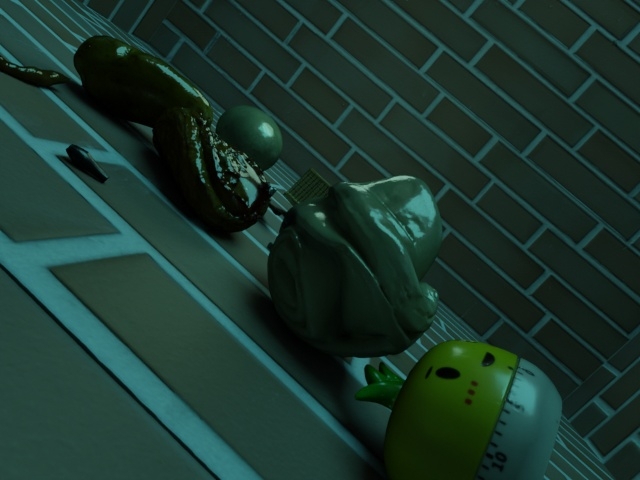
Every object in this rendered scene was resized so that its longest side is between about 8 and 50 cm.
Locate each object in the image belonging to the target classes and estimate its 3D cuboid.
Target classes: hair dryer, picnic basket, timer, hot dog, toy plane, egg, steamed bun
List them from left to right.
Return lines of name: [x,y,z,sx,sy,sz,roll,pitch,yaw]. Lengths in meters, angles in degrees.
hair dryer: [-0.415,-0.142,0.757,0.079,0.031,0.083,48,-2,-26]
hot dog: [-0.269,-0.180,1.022,0.267,0.174,0.387,33,12,-50]
egg: [-0.292,-0.413,1.710,0.258,0.258,0.352,30,10,-48]
toy plane: [-0.204,-0.168,1.415,0.204,0.103,0.316,39,10,-8]
picnic basket: [0.014,-0.113,1.723,0.228,0.175,0.313,47,2,28]
steamed bun: [0.033,0.051,0.799,0.255,0.368,0.342,9,65,-28]
timer: [0.174,0.261,0.619,0.285,0.285,0.285,39,10,-8]

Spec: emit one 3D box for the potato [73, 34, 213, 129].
potato: [-0.462,-0.392,1.111,0.369,0.195,0.176,24,19,-15]

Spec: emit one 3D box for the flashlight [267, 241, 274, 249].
flashlight: [-0.115,0.024,1.163,0.018,0.018,0.083,45,11,33]

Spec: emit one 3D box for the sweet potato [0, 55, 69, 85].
sweet potato: [-0.609,-0.354,0.893,0.044,0.044,0.179,42,17,4]
